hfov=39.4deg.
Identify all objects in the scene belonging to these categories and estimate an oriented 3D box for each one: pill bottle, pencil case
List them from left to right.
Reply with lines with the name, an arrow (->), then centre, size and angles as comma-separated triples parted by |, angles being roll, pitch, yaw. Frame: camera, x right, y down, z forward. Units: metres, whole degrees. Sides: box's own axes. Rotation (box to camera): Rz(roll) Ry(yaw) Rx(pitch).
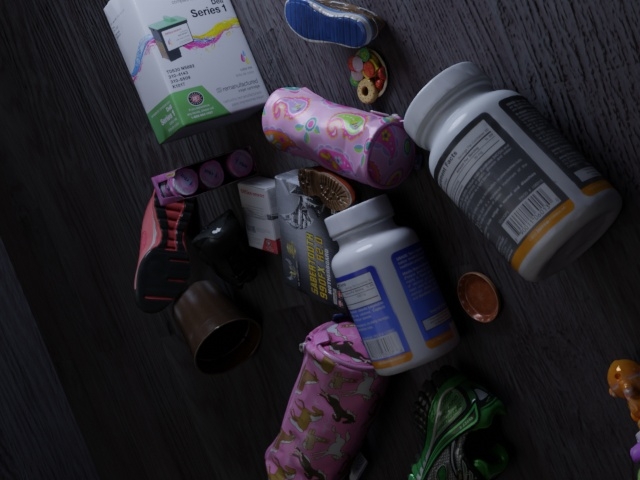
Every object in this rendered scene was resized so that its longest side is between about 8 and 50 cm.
pencil case -> 0.011, 0.325, 1.678 | 0.167, 0.160, 0.386 | 39, 128, 30
pencil case -> 0.029, -0.172, 1.460 | 0.284, 0.124, 0.124 | 24, 127, 44
pill bottle -> 0.109, 0.069, 1.455 | 0.152, 0.152, 0.272 | -24, 89, 55
pill bottle -> 0.245, -0.095, 1.174 | 0.278, 0.162, 0.162 | 52, 143, 22

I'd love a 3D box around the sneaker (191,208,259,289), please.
sneaker -> -0.181, 0.025, 1.827 | 0.130, 0.109, 0.286 | 47, 172, 9

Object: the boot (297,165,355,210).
boot -> 0.031, -0.098, 1.508 | 0.158, 0.084, 0.059 | 37, 136, 57

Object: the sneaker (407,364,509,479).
sneaker -> 0.231, 0.387, 1.488 | 0.146, 0.134, 0.344 | 26, 128, 43

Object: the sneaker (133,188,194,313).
sneaker -> -0.356, 0.012, 2.030 | 0.136, 0.115, 0.314 | 171, 110, -67

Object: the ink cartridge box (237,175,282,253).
ink cartridge box -> -0.103, -0.052, 1.752 | 0.099, 0.056, 0.135 | 16, 122, 48

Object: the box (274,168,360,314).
box -> 0.000, 0.000, 1.644 | 0.183, 0.056, 0.231 | 23, 126, 44

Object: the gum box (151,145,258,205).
gum box -> -0.232, -0.126, 1.766 | 0.107, 0.188, 0.062 | -10, 101, 55

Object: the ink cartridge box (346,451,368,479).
ink cartridge box -> 0.020, 0.425, 1.868 | 0.208, 0.045, 0.206 | 50, 141, 25

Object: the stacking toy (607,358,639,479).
stacking toy -> 0.457, 0.285, 1.135 | 0.175, 0.165, 0.302 | -48, 58, 37

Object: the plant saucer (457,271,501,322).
plant saucer -> 0.250, 0.088, 1.398 | 0.083, 0.013, 0.084 | 30, 131, 42

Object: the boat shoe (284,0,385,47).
boat shoe -> 0.022, -0.346, 1.408 | 0.183, 0.066, 0.066 | 29, 133, 34

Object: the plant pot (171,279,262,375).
plant pot -> -0.244, 0.186, 1.996 | 0.165, 0.167, 0.167 | 47, 141, 37

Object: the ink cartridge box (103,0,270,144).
ink cartridge box -> -0.244, -0.343, 1.647 | 0.117, 0.201, 0.278 | -22, 90, 55

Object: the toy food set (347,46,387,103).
toy food set -> 0.075, -0.266, 1.424 | 0.083, 0.020, 0.083 | 60, 145, 10
